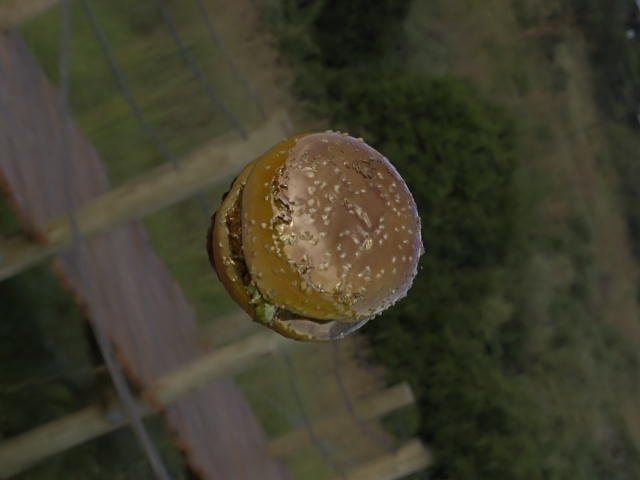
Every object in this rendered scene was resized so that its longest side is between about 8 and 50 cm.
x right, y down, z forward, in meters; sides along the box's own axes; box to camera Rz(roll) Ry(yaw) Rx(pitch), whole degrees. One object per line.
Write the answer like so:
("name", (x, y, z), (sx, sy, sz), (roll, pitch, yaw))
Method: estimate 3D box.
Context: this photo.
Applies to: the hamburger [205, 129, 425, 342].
("hamburger", (0.007, -0.003, 1.429), (0.118, 0.191, 0.181), (-16, -117, 60))
